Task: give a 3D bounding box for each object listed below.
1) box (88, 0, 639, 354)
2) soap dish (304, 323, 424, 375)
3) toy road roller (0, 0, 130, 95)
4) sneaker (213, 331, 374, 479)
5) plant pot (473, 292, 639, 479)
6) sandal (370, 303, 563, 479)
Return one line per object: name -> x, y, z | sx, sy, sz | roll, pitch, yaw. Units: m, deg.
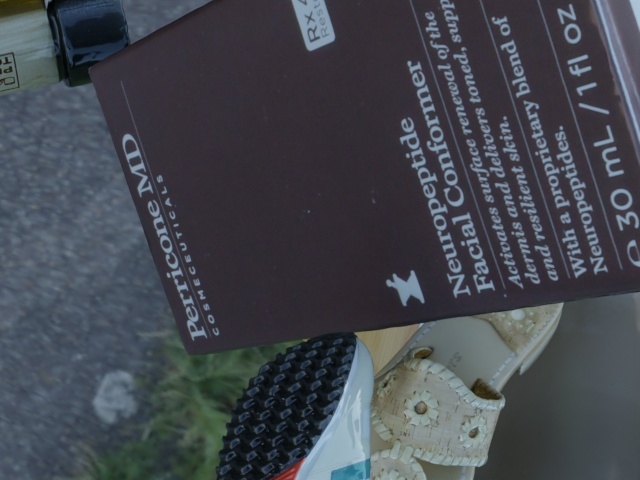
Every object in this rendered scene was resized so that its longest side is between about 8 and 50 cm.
box -> 0.048, -0.062, 0.692 | 0.143, 0.381, 0.191 | -22, 94, -36
soap dish -> 0.000, 0.000, 1.451 | 0.118, 0.291, 0.229 | 5, 104, -43
toy road roller -> -0.264, -0.252, 0.930 | 0.202, 0.240, 0.329 | -15, 148, -14
sneaker -> -0.005, 0.117, 0.571 | 0.075, 0.057, 0.161 | 53, 39, -36
plant pot -> 0.244, 0.175, 1.075 | 0.323, 0.323, 0.280 | 27, 62, -42
sandal -> 0.063, 0.078, 0.735 | 0.240, 0.088, 0.079 | -51, 156, -31
